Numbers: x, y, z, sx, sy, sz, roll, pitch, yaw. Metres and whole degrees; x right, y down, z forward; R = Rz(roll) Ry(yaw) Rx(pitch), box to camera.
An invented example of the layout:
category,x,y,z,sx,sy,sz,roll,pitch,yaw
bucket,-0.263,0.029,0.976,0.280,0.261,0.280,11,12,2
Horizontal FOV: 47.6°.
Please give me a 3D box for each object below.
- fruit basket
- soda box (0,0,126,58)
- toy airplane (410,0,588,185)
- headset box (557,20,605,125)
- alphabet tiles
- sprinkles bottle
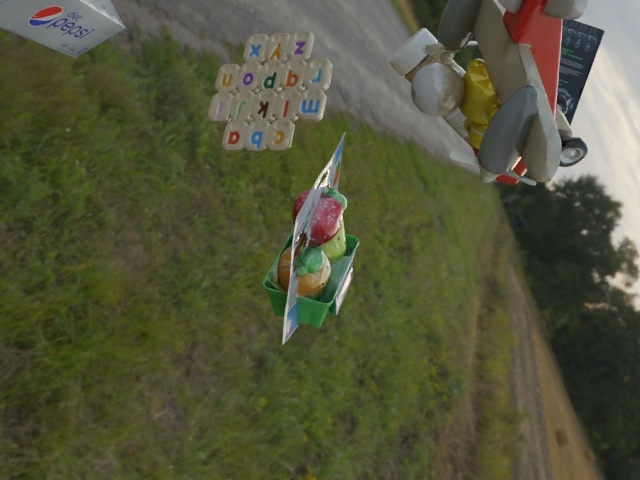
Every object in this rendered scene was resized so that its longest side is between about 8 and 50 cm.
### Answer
category,x,y,z,sx,sy,sz,roll,pitch,yaw
fruit basket,0.000,0.000,1.530,0.327,0.165,0.353,-63,170,-49
soda box,-0.369,-0.330,0.979,0.091,0.098,0.286,61,7,-2
toy airplane,0.275,-0.270,1.136,0.386,0.272,0.384,-48,128,-83
headset box,0.457,-0.331,1.542,0.246,0.131,0.283,-96,-156,-82
alphabet tiles,-0.112,-0.320,1.569,0.021,0.284,0.278,34,63,-60
sprinkles bottle,0.333,-0.358,1.801,0.355,0.121,0.121,44,20,-10
